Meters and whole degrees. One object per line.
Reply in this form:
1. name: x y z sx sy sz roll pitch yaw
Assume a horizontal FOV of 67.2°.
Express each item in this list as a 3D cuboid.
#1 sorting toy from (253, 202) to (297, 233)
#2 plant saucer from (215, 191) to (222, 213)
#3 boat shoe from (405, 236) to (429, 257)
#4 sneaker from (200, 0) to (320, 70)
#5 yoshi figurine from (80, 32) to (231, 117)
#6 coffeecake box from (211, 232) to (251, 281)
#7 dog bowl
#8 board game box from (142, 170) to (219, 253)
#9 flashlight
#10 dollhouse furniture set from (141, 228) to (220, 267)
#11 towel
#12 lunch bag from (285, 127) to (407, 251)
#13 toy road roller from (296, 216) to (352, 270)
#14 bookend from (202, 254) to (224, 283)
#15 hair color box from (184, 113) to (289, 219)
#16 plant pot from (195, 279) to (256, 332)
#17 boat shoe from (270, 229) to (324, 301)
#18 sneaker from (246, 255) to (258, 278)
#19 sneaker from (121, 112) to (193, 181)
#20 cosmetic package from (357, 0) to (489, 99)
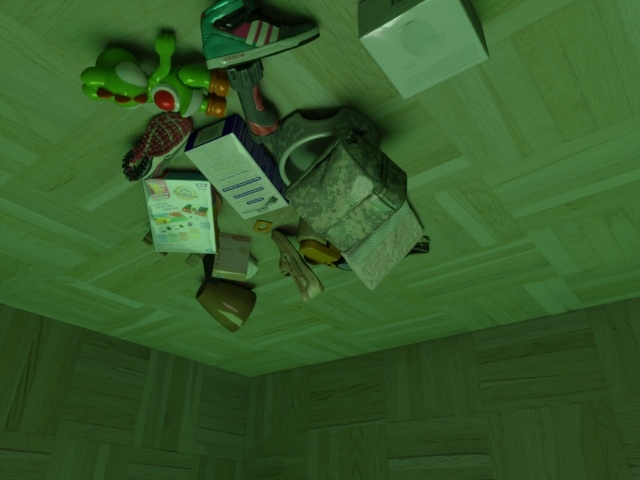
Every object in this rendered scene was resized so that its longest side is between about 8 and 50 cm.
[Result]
1. sorting toy: -0.166 -0.151 1.793 0.196 0.047 0.348 19 134 -31
2. plant saucer: -0.475 -0.135 1.832 0.200 0.037 0.200 -1 141 -1
3. boat shoe: 0.363 0.038 2.094 0.224 0.073 0.080 -10 148 17
4. sneaker: -0.150 -0.518 1.121 0.296 0.124 0.178 -25 113 -23
5. yoshi figurine: -0.431 -0.432 1.273 0.362 0.203 0.203 -2 -167 -23
6. coffeecake box: -0.380 0.069 2.063 0.143 0.185 0.068 10 148 -14
7. dog bowl: 0.022 -0.264 1.534 0.349 0.102 0.348 -3 148 -2
8. board game box: -0.504 -0.099 1.769 0.242 0.064 0.316 3 124 -2
9. flashlight: -0.174 -0.391 1.328 0.103 0.103 0.304 4 155 5
10. dollhouse furniture set: -0.569 -0.032 1.991 0.242 0.161 0.212 38 138 -15
11. towel: 0.256 0.013 1.880 0.332 0.053 0.317 -46 142 -4
12. lunch bag: 0.073 -0.156 1.423 0.256 0.212 0.305 35 130 -21
13. toy road roller: 0.000 0.000 1.928 0.241 0.202 0.330 -12 150 42
14. bookend: -0.476 0.101 2.214 0.072 0.156 0.157 -4 105 8
15. hair color box: -0.259 -0.230 1.574 0.185 0.110 0.338 -16 135 21
16. plant pot: -0.500 0.309 2.469 0.254 0.237 0.237 34 138 -24
17. boat shoe: -0.121 0.098 1.973 0.110 0.341 0.121 -37 152 -4
18. sneaker: -0.340 0.110 2.250 0.095 0.090 0.235 -7 155 -12
19. sneaker: -0.507 -0.298 1.531 0.299 0.120 0.112 -31 173 28
20. cosmetic package: 0.240 -0.490 1.129 0.224 0.138 0.225 -19 143 30
